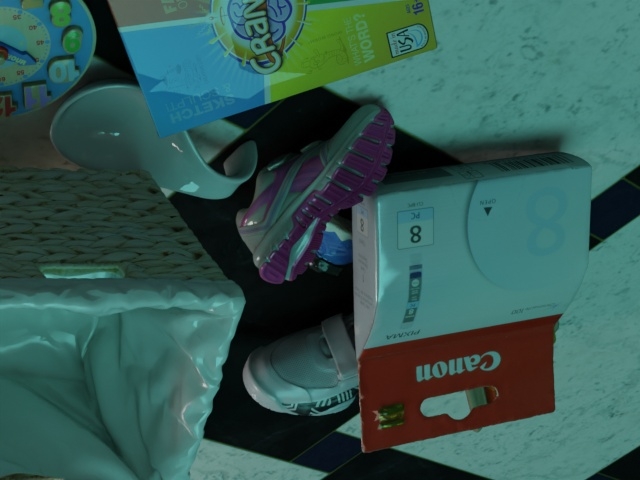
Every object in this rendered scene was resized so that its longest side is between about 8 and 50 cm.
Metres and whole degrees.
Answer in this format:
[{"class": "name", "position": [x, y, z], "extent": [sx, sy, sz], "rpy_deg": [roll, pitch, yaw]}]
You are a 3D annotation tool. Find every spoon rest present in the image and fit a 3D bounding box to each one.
[{"class": "spoon rest", "position": [-0.181, -0.109, 1.736], "extent": [0.276, 0.084, 0.137], "rpy_deg": [17, 131, -42]}]

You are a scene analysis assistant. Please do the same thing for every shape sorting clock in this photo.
[{"class": "shape sorting clock", "position": [-0.335, -0.200, 1.576], "extent": [0.206, 0.040, 0.206], "rpy_deg": [-13, 145, -9]}]

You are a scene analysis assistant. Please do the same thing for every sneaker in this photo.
[{"class": "sneaker", "position": [0.000, 0.001, 1.991], "extent": [0.084, 0.058, 0.152], "rpy_deg": [-41, 147, 16]}, {"class": "sneaker", "position": [-0.015, -0.075, 1.848], "extent": [0.252, 0.111, 0.103], "rpy_deg": [-48, 149, 2]}, {"class": "sneaker", "position": [0.073, 0.120, 2.129], "extent": [0.366, 0.137, 0.210], "rpy_deg": [-10, 144, -21]}]

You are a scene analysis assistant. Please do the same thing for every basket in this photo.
[{"class": "basket", "position": [-0.306, 0.118, 1.634], "extent": [0.328, 0.266, 0.331], "rpy_deg": [1, 123, -30]}]

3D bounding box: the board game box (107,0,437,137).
[{"class": "board game box", "position": [-0.055, -0.258, 1.565], "extent": [0.317, 0.064, 0.242], "rpy_deg": [-19, 133, -1]}]

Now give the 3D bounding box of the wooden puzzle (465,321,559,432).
[{"class": "wooden puzzle", "position": [0.291, 0.161, 2.260], "extent": [0.221, 0.044, 0.238], "rpy_deg": [-49, 154, -20]}]

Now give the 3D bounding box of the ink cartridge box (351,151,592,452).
[{"class": "ink cartridge box", "position": [0.199, 0.090, 1.997], "extent": [0.308, 0.091, 0.384], "rpy_deg": [-9, 108, -21]}]
